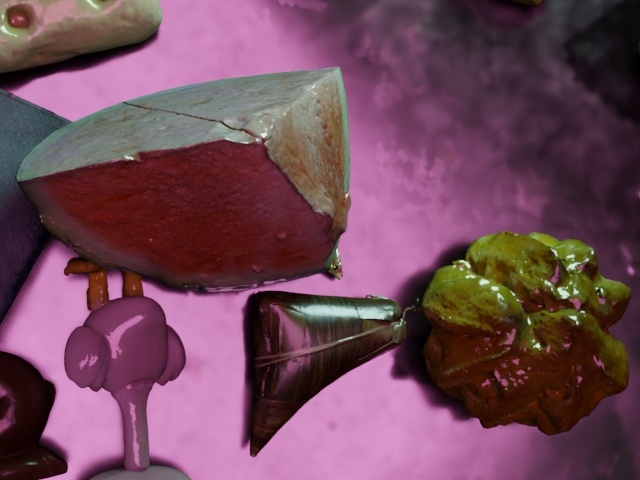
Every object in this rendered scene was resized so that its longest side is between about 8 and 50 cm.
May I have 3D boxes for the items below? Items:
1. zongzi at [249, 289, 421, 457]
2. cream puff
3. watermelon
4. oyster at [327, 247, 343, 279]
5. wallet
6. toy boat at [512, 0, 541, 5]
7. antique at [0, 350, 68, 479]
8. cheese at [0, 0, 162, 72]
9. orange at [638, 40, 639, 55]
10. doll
[{"bbox_3d":[0.013,0.150,1.344,0.187,0.084,0.184,3,87,-15],"label":"zongzi"},{"bbox_3d":[0.234,0.099,1.345,0.244,0.196,0.244,-3,94,-46],"label":"cream puff"},{"bbox_3d":[-0.117,-0.042,1.276,0.292,0.319,0.222,-10,109,10],"label":"watermelon"},{"bbox_3d":[-0.003,0.001,1.379,0.051,0.034,0.093,1,74,-26],"label":"oyster"},{"bbox_3d":[-0.386,0.004,1.242,0.190,0.046,0.379,26,64,-3],"label":"wallet"},{"bbox_3d":[0.217,-0.322,1.436,0.149,0.047,0.049,21,82,-8],"label":"toy boat"},{"bbox_3d":[-0.401,0.197,1.243,0.256,0.121,0.143,-10,87,-13],"label":"antique"},{"bbox_3d":[-0.312,-0.272,1.308,0.262,0.093,0.159,-18,85,-15],"label":"cheese"},{"bbox_3d":[0.428,-0.234,1.462,0.086,0.062,0.086,-8,50,10],"label":"orange"},{"bbox_3d":[-0.201,0.197,1.276,0.160,0.094,0.365,1,86,-52],"label":"doll"}]
